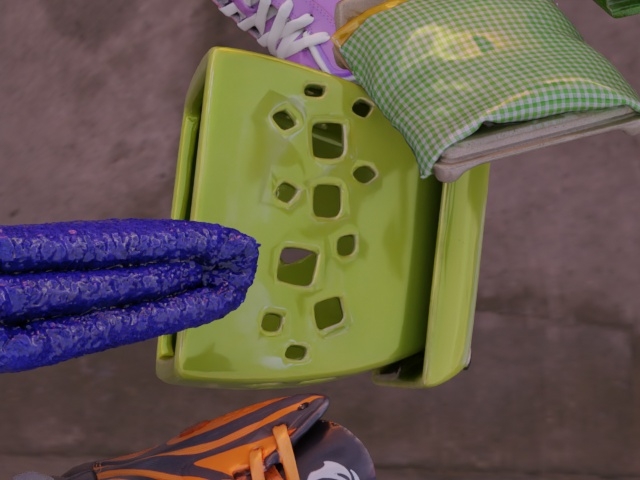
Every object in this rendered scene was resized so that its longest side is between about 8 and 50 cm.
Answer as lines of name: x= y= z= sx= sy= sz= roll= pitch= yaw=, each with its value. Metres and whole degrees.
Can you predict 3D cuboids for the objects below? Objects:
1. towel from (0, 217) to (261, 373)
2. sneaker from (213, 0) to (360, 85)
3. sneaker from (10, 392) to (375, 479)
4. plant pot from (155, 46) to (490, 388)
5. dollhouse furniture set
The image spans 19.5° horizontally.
towel: x=-0.216 y=0.022 z=1.027 sx=0.228 sy=0.308 sz=0.076 roll=-14 pitch=99 yaw=-54
sneaker: x=-0.040 y=-0.193 z=1.502 sx=0.282 sy=0.102 sz=0.161 roll=10 pitch=67 yaw=-16
sneaker: x=-0.043 y=0.148 z=0.937 sx=0.180 sy=0.321 sz=0.124 roll=-22 pitch=107 yaw=-17
plant pot: x=0.000 y=0.000 z=1.324 sx=0.207 sy=0.227 sz=0.228 roll=8 pitch=85 yaw=-9
dollhouse furniture set: x=0.166 y=-0.177 z=1.217 sx=0.302 sy=0.197 sz=0.151 roll=-15 pitch=125 yaw=-16
